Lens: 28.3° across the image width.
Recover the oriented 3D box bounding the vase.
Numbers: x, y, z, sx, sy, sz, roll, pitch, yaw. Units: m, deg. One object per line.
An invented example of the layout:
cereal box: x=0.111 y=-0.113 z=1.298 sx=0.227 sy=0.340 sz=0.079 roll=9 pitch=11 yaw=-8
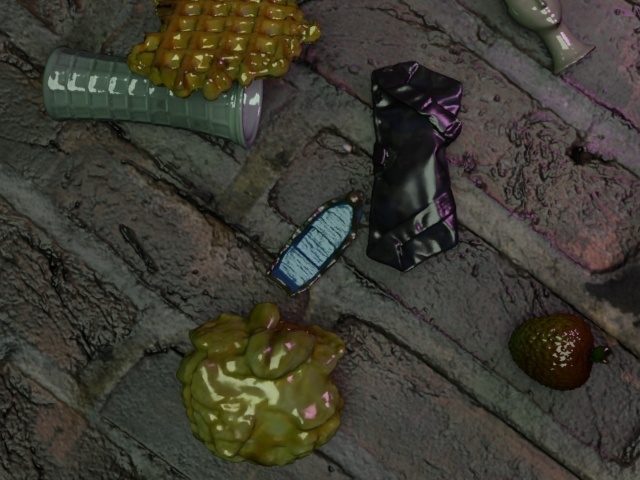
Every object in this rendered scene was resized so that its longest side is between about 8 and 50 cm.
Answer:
vase: x=-0.242 y=-0.217 z=1.832 sx=0.299 sy=0.143 sz=0.143 roll=6 pitch=93 yaw=8

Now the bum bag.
bum bag: x=0.135 y=-0.108 z=1.825 sx=0.137 sy=0.074 sz=0.310 roll=1 pitch=87 yaw=18

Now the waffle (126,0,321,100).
waffle: x=-0.149 y=-0.288 z=1.767 sx=0.291 sy=0.291 sz=0.051 roll=1 pitch=133 yaw=6

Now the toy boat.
toy boat: x=0.000 y=0.000 z=1.841 sx=0.075 sy=0.077 sz=0.185 roll=44 pitch=96 yaw=4

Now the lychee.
lychee: x=0.339 y=0.156 z=1.796 sx=0.146 sy=0.114 sz=0.114 roll=7 pitch=93 yaw=20

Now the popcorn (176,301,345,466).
popcorn: x=-0.090 y=0.211 z=1.810 sx=0.256 sy=0.195 sz=0.255 roll=38 pitch=105 yaw=4

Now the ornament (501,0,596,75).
ornament: x=0.317 y=-0.317 z=1.799 sx=0.075 sy=0.081 sz=0.156 roll=-35 pitch=93 yaw=1
